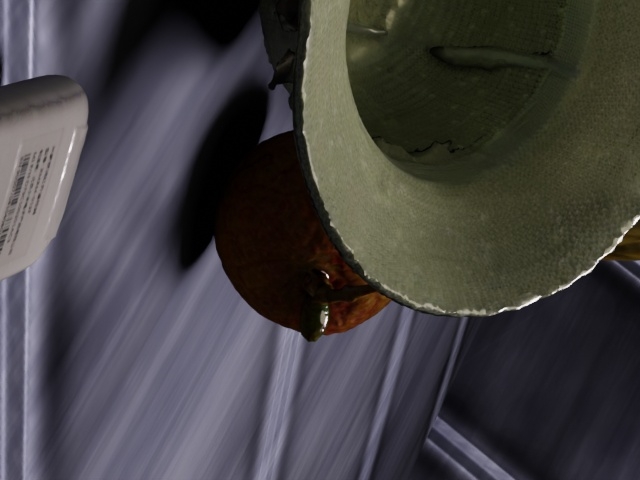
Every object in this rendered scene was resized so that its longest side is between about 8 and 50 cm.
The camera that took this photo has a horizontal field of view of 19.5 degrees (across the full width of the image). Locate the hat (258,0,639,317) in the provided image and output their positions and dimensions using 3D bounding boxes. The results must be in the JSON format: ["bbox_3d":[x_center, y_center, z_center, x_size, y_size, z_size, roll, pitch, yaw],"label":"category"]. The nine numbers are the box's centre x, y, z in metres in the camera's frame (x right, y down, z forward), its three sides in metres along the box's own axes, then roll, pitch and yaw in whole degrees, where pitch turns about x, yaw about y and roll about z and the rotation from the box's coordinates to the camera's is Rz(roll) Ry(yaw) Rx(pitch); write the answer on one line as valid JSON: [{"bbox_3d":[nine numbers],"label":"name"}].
[{"bbox_3d":[0.049,-0.104,0.810,0.257,0.130,0.257,-15,114,-37],"label":"hat"}]

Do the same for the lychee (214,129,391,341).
[{"bbox_3d":[-0.002,-0.005,0.899,0.114,0.101,0.140,-52,178,32],"label":"lychee"}]

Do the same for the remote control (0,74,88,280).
[{"bbox_3d":[-0.130,0.000,0.487,0.067,0.029,0.261,-70,167,18],"label":"remote control"}]

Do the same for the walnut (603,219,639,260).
[{"bbox_3d":[0.155,-0.117,0.990,0.283,0.227,0.283,2,-88,62],"label":"walnut"}]
